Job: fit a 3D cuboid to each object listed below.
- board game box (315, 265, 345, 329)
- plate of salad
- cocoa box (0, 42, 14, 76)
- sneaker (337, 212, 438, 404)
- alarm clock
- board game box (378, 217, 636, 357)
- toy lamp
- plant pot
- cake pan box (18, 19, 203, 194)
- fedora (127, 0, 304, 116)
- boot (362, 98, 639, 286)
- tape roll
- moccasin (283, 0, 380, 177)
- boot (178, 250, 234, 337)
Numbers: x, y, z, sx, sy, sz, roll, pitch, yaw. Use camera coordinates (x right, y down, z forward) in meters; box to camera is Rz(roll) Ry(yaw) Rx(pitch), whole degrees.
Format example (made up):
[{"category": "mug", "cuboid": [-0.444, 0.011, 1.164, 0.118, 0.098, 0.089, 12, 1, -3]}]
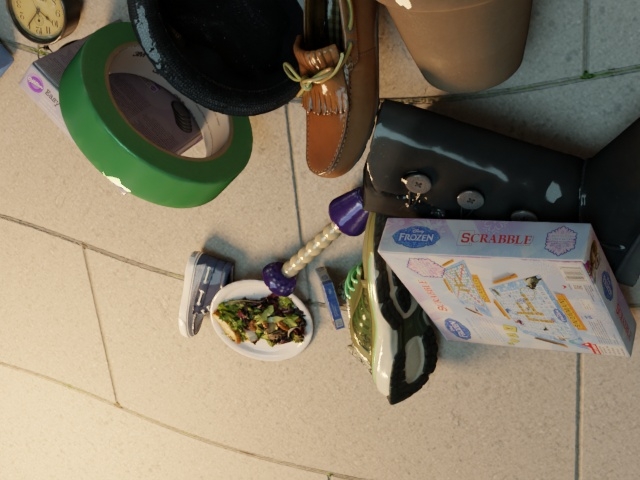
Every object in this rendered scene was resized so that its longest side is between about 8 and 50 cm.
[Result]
[{"category": "board game box", "cuboid": [0.017, 0.102, 1.911, 0.020, 0.090, 0.090, -17, 109, -3]}, {"category": "plate of salad", "cuboid": [-0.113, 0.158, 2.012, 0.200, 0.048, 0.200, 7, 126, 9]}, {"category": "cocoa box", "cuboid": [-0.793, -0.366, 1.973, 0.231, 0.228, 0.347, -36, 97, 37]}, {"category": "sneaker", "cuboid": [0.088, 0.088, 1.834, 0.182, 0.158, 0.410, 25, 131, 37]}, {"category": "alarm clock", "cuboid": [-0.489, -0.398, 1.904, 0.129, 0.064, 0.192, 18, 121, 17]}, {"category": "board game box", "cuboid": [0.294, 0.074, 1.655, 0.318, 0.066, 0.319, 3, 151, 30]}, {"category": "toy lamp", "cuboid": [0.000, 0.000, 1.868, 0.080, 0.080, 0.274, 46, 126, -3]}, {"category": "plant pot", "cuboid": [0.193, -0.337, 1.498, 0.263, 0.263, 0.229, 6, 136, 24]}, {"category": "cake pan box", "cuboid": [-0.338, -0.234, 1.805, 0.267, 0.246, 0.070, 46, 127, -3]}, {"category": "fedora", "cuboid": [-0.157, -0.356, 1.680, 0.152, 0.334, 0.334, 18, 133, 62]}, {"category": "boot", "cuboid": [0.292, -0.128, 1.546, 0.445, 0.146, 0.367, 20, 135, 9]}, {"category": "tape roll", "cuboid": [-0.260, -0.205, 1.733, 0.321, 0.321, 0.077, 46, 128, -3]}, {"category": "moccasin", "cuboid": [0.015, -0.280, 1.605, 0.139, 0.147, 0.380, 30, 120, 46]}, {"category": "boot", "cuboid": [-0.216, 0.115, 2.048, 0.086, 0.069, 0.190, 16, 122, 12]}]
